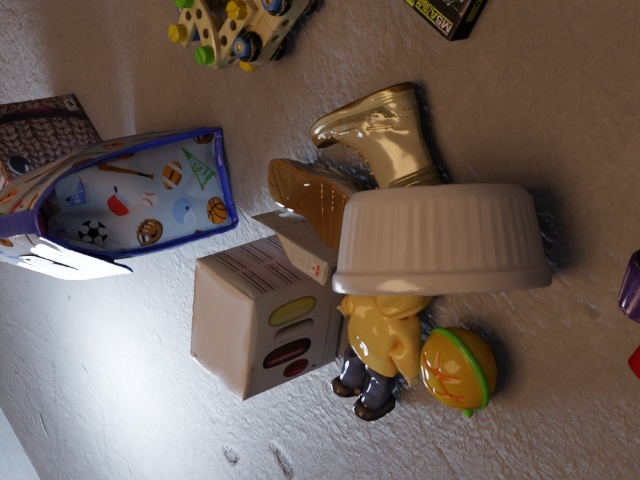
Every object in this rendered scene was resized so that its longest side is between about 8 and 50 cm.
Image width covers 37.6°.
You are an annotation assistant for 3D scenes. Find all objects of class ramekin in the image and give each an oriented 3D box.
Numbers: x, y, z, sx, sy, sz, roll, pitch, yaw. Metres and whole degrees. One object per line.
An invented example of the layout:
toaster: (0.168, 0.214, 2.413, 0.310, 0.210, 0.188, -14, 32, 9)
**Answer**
ramekin: (0.148, -0.002, 1.175, 0.273, 0.273, 0.127, -3, 90, 50)

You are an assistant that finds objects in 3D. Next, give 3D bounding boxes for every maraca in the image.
maraca: (0.191, 0.187, 1.323, 0.127, 0.099, 0.185, 57, 165, 22)

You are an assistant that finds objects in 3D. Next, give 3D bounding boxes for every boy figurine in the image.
boy figurine: (0.092, 0.135, 1.418, 0.177, 0.092, 0.285, 41, 131, 33)

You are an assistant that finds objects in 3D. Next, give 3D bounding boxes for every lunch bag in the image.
lunch bag: (-0.397, -0.055, 1.685, 0.328, 0.385, 0.239, -5, 99, 49)

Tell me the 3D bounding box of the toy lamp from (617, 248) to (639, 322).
toy lamp: (0.406, -0.020, 1.006, 0.080, 0.080, 0.274, 47, 133, 27)

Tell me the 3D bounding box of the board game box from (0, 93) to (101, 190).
board game box: (-0.577, -0.142, 1.982, 0.291, 0.232, 0.141, 56, 138, 17)

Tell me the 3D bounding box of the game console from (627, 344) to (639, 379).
game console: (0.441, 0.156, 1.080, 0.124, 0.085, 0.144, -44, 67, 14)

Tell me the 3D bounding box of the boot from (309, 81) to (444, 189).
boot: (0.077, -0.120, 1.354, 0.213, 0.077, 0.165, -18, 92, 51)

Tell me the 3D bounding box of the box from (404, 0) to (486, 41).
box: (0.152, -0.382, 1.191, 0.190, 0.045, 0.184, 48, 138, 25)

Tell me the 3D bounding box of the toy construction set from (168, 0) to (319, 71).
toy construction set: (-0.123, -0.388, 1.440, 0.215, 0.151, 0.327, 58, 150, 17)

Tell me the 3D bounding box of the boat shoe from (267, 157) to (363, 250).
boat shoe: (0.025, -0.064, 1.405, 0.277, 0.096, 0.098, 38, 130, 48)

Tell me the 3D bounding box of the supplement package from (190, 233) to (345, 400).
supplement package: (-0.084, 0.116, 1.526, 0.149, 0.203, 0.194, 32, 127, 38)

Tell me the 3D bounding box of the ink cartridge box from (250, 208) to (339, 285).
ink cartridge box: (0.000, 0.000, 1.430, 0.179, 0.145, 0.045, 28, 123, 41)
